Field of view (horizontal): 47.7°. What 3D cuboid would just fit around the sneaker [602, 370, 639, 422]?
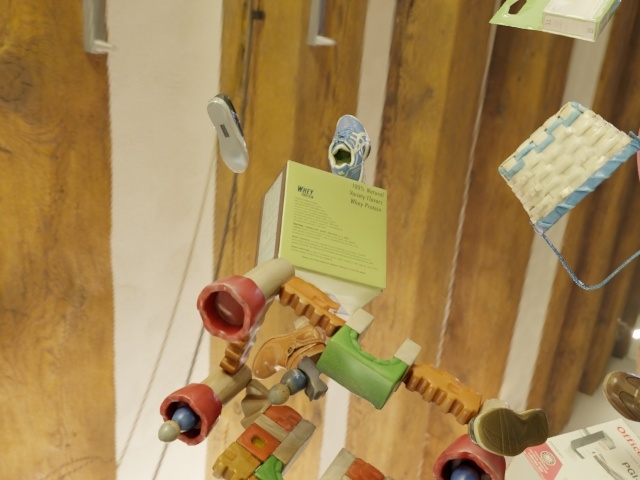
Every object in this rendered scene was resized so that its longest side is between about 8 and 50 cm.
[{"bbox_3d":[0.492,0.241,1.017,0.066,0.188,0.071,-56,-1,-21],"label":"sneaker"}]

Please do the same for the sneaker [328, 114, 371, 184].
[{"bbox_3d":[0.059,-0.193,1.516,0.081,0.080,0.211,61,-158,-48],"label":"sneaker"}]

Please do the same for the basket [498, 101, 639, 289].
[{"bbox_3d":[0.487,-0.091,1.293,0.254,0.289,0.201,-42,-14,22],"label":"basket"}]

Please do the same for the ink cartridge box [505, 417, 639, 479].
[{"bbox_3d":[0.420,0.379,1.111,0.217,0.159,0.092,-6,-50,-25],"label":"ink cartridge box"}]

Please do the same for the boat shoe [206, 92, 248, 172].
[{"bbox_3d":[-0.150,-0.182,1.224,0.040,0.049,0.142,-65,-33,-47],"label":"boat shoe"}]

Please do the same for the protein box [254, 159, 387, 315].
[{"bbox_3d":[0.000,0.000,1.281,0.199,0.136,0.201,15,-122,-20],"label":"protein box"}]

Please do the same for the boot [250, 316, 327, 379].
[{"bbox_3d":[-0.067,0.252,1.519,0.073,0.152,0.197,39,-79,-25],"label":"boot"}]

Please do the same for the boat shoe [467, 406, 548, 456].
[{"bbox_3d":[0.212,0.222,0.841,0.152,0.049,0.056,14,-114,-44],"label":"boat shoe"}]

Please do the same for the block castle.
[{"bbox_3d":[0.004,0.263,1.001,0.213,0.453,0.303,-36,-25,-57],"label":"block castle"}]

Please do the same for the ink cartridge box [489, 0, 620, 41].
[{"bbox_3d":[0.506,-0.510,1.557,0.171,0.235,0.056,-51,-31,-33],"label":"ink cartridge box"}]

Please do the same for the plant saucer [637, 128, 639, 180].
[{"bbox_3d":[0.649,-0.103,1.200,0.084,0.332,0.332,-15,-52,-3],"label":"plant saucer"}]
